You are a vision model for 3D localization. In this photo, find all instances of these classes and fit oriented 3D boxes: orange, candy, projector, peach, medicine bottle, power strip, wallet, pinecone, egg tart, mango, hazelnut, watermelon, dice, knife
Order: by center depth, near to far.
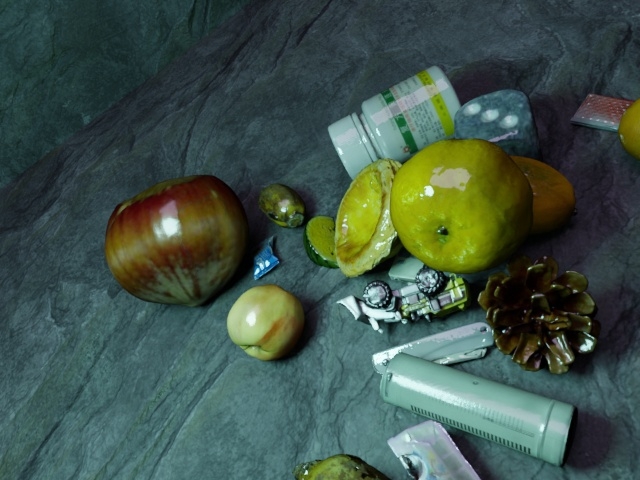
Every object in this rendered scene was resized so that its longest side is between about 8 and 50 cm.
[{"bbox_3d":[0.281,0.301,0.983,0.338,0.108,0.108,11,61,34],"label":"projector"},{"bbox_3d":[0.409,0.133,0.999,0.203,0.201,0.228,-35,68,20],"label":"pinecone"},{"bbox_3d":[0.276,-0.068,1.055,0.279,0.278,0.235,5,37,33],"label":"orange"},{"bbox_3d":[0.236,0.232,1.122,0.266,0.040,0.073,-18,64,17],"label":"knife"},{"bbox_3d":[0.733,-0.246,1.158,0.156,0.124,0.156,-3,81,20],"label":"orange"},{"bbox_3d":[0.384,-0.101,1.209,0.360,0.186,0.144,8,27,27],"label":"mango"},{"bbox_3d":[-0.126,0.190,1.273,0.184,0.184,0.184,-16,48,18],"label":"peach"},{"bbox_3d":[0.726,-0.304,1.297,0.197,0.020,0.103,25,71,41],"label":"wallet"},{"bbox_3d":[0.144,-0.048,1.299,0.319,0.128,0.318,-163,90,-71],"label":"egg tart"},{"bbox_3d":[0.432,-0.240,1.299,0.183,0.181,0.183,-11,51,23],"label":"dice"},{"bbox_3d":[0.232,0.025,1.301,0.082,0.035,0.192,8,58,35],"label":"power strip"},{"bbox_3d":[-0.007,-0.005,1.436,0.092,0.075,0.181,-16,46,13],"label":"watermelon"},{"bbox_3d":[0.208,-0.311,1.472,0.340,0.208,0.208,-25,45,9],"label":"medicine bottle"},{"bbox_3d":[-0.398,-0.001,1.481,0.410,0.359,0.359,-29,44,18],"label":"hazelnut"},{"bbox_3d":[-0.159,0.044,1.514,0.088,0.038,0.136,-38,36,16],"label":"candy"}]

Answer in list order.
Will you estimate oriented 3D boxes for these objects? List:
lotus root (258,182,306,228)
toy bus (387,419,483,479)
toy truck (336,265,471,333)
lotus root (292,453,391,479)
[{"bbox_3d":[-0.112,-0.104,1.548,0.120,0.120,0.209,-43,46,-8],"label":"lotus root"},{"bbox_3d":[0.229,0.440,0.918,0.112,0.090,0.274,-34,44,-5],"label":"toy bus"},{"bbox_3d":[0.185,0.137,1.172,0.286,0.136,0.111,-19,68,17],"label":"toy truck"},{"bbox_3d":[0.092,0.495,0.876,0.179,0.195,0.398,-43,46,-14],"label":"lotus root"}]
